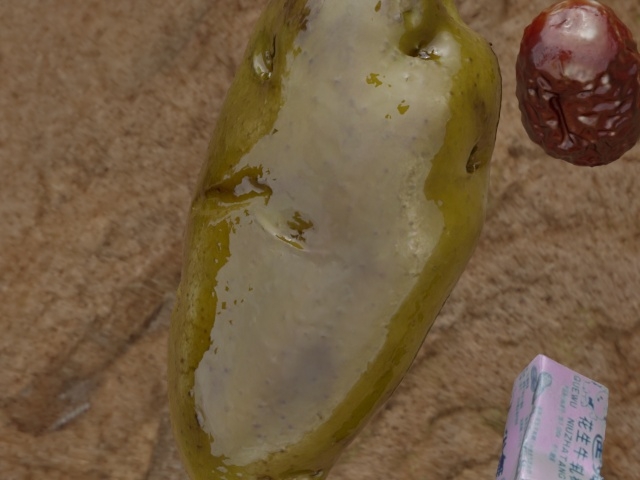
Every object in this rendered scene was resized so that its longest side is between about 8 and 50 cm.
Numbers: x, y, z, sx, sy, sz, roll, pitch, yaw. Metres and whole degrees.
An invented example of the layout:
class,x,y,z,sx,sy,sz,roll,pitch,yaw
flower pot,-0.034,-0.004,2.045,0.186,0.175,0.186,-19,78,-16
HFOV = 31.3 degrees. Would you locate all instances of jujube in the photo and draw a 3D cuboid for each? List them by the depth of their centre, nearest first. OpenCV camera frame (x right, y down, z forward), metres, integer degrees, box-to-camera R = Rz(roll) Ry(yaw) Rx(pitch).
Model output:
class,x,y,z,sx,sy,sz,roll,pitch,yaw
jujube,0.228,-0.135,1.001,0.112,0.176,0.109,-20,59,7

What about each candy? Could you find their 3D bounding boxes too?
class,x,y,z,sx,sy,sz,roll,pitch,yaw
candy,0.233,0.206,1.148,0.092,0.073,0.160,25,51,-7

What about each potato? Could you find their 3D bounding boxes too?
class,x,y,z,sx,sy,sz,roll,pitch,yaw
potato,0.000,0.000,0.708,0.195,0.176,0.369,23,102,18
